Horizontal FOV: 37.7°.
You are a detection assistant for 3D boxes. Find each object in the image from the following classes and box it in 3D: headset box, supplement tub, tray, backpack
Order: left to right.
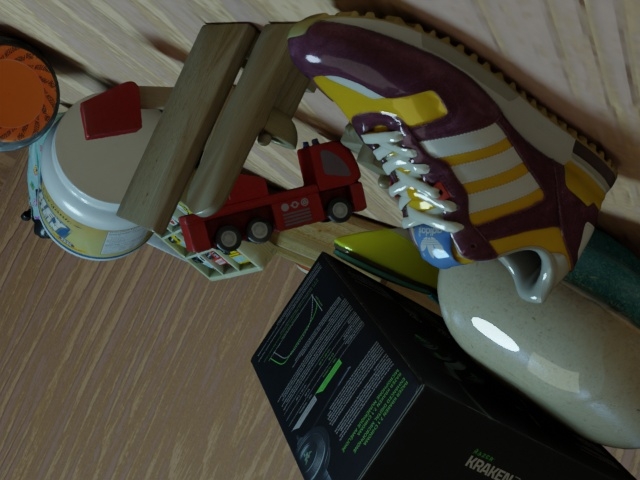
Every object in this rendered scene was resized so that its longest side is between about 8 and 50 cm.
[{"bbox_3d":[-0.340,-0.152,0.975,0.117,0.117,0.190,27,176,-28],"label":"supplement tub"},{"bbox_3d":[-0.361,-0.100,1.385,0.152,0.181,0.115,-10,-167,-31],"label":"backpack"},{"bbox_3d":[-0.233,-0.067,1.027,0.144,0.144,0.200,25,158,-10],"label":"supplement tub"},{"bbox_3d":[0.000,0.000,1.269,0.411,0.076,0.203,19,173,43],"label":"tray"},{"bbox_3d":[0.101,0.160,0.790,0.246,0.131,0.283,29,-171,-25],"label":"headset box"}]

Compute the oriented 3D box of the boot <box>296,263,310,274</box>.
[{"bbox_3d":[0.001,0.028,1.467,0.158,0.059,0.084,16,154,46],"label":"boot"}]

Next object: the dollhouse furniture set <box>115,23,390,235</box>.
[{"bbox_3d":[-0.001,-0.030,0.527,0.151,0.123,0.144,27,175,-33],"label":"dollhouse furniture set"}]

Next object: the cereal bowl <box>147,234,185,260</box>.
[{"bbox_3d":[-0.303,-0.069,1.643,0.339,0.141,0.339,24,175,2],"label":"cereal bowl"}]

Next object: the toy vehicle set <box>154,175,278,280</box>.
[{"bbox_3d":[-0.168,-0.016,1.273,0.166,0.035,0.267,41,163,-12],"label":"toy vehicle set"}]

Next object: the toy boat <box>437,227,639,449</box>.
[{"bbox_3d":[0.241,0.085,0.648,0.318,0.148,0.267,31,174,29],"label":"toy boat"}]

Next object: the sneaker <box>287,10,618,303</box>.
[{"bbox_3d":[0.057,-0.033,0.430,0.186,0.083,0.070,26,176,-25],"label":"sneaker"}]

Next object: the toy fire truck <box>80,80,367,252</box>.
[{"bbox_3d":[-0.069,-0.062,0.696,0.192,0.135,0.047,-15,-174,-14],"label":"toy fire truck"}]

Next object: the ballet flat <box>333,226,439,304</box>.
[{"bbox_3d":[0.114,0.026,0.899,0.231,0.077,0.077,29,179,-27],"label":"ballet flat"}]

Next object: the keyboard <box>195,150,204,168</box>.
[{"bbox_3d":[-0.197,-0.117,1.160,0.100,0.038,0.192,21,176,36],"label":"keyboard"}]
